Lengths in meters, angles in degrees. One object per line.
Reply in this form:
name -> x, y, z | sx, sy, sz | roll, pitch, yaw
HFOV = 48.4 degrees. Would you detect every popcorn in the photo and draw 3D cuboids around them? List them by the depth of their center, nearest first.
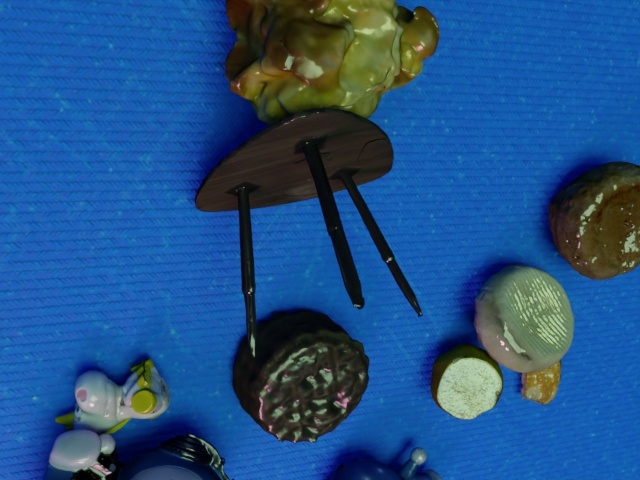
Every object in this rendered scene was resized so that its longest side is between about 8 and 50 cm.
popcorn -> 0.010, -0.286, 0.997 | 0.332, 0.225, 0.265 | -22, 99, -26

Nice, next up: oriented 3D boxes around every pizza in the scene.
pizza -> 0.451, 0.272, 1.462 | 0.099, 0.036, 0.160 | -13, 111, -18

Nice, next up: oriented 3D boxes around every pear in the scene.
pear -> 0.272, 0.263, 1.350 | 0.141, 0.104, 0.141 | 0, 95, -1

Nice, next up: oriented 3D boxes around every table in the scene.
table -> 0.000, 0.000, 0.981 | 0.317, 0.317, 0.249 | -10, 74, -19

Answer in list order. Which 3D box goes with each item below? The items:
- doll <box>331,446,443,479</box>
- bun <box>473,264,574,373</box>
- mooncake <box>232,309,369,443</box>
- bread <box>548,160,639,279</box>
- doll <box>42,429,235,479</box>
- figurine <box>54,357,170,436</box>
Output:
doll -> 0.121, 0.491, 1.349 | 0.257, 0.161, 0.215 | 18, 86, -43
bun -> 0.368, 0.150, 1.339 | 0.222, 0.127, 0.222 | 9, 70, -27
mooncake -> -0.029, 0.234, 1.204 | 0.228, 0.124, 0.228 | -8, 110, -22
bread -> 0.536, -0.041, 1.345 | 0.230, 0.123, 0.230 | -8, 115, -17
doll -> -0.282, 0.435, 1.111 | 0.310, 0.240, 0.284 | 17, 74, -11
figurine -> -0.325, 0.258, 1.113 | 0.178, 0.109, 0.129 | -12, 133, -15
